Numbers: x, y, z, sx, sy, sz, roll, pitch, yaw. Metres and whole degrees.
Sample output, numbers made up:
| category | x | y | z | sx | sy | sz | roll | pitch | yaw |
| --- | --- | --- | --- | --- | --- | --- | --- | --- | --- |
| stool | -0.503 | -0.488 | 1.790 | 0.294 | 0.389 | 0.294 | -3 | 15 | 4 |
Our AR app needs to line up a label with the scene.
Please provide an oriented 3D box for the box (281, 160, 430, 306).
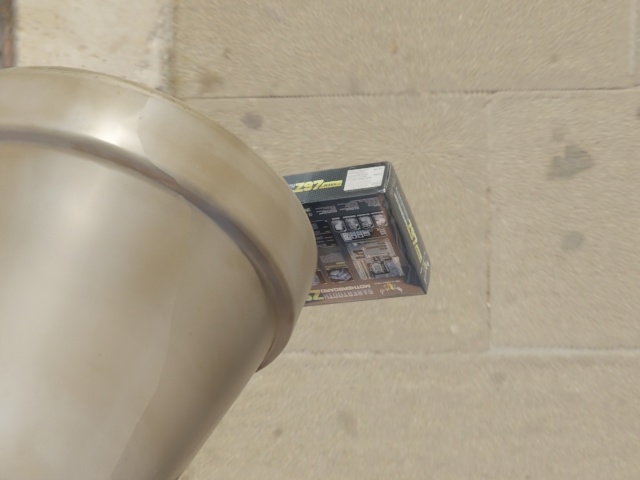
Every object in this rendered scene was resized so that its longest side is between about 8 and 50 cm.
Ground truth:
| category | x | y | z | sx | sy | sz | roll | pitch | yaw |
| --- | --- | --- | --- | --- | --- | --- | --- | --- | --- |
| box | 0.000 | 0.000 | 1.461 | 0.233 | 0.059 | 0.183 | -7 | 133 | 21 |

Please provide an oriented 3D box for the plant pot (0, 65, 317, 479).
| category | x | y | z | sx | sy | sz | roll | pitch | yaw |
| --- | --- | --- | --- | --- | --- | --- | --- | --- | --- |
| plant pot | -0.195 | 0.082 | 0.869 | 0.323 | 0.323 | 0.280 | 18 | 54 | 3 |
